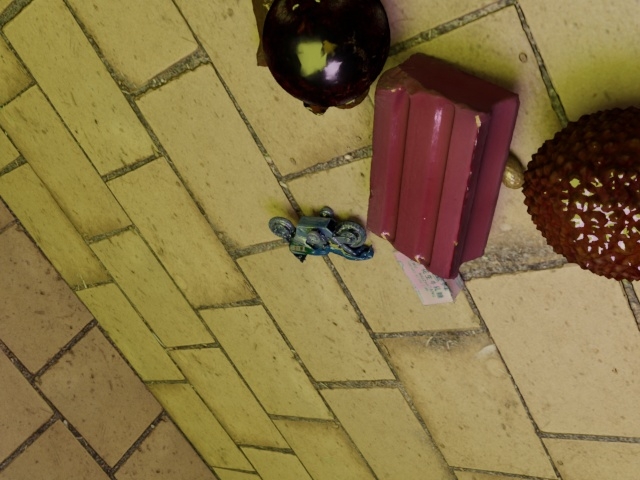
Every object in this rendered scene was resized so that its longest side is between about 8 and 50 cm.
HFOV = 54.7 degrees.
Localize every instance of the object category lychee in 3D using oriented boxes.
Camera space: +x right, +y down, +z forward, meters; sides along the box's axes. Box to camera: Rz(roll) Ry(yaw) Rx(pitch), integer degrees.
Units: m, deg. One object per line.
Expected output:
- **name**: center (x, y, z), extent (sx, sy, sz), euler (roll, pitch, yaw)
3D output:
- **lychee**: center (0.454, -0.068, 0.939), extent (0.275, 0.304, 0.276), euler (-5, 84, 51)

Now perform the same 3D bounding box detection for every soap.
- **soap**: center (0.205, -0.130, 1.133), extent (0.233, 0.128, 0.360), euler (36, 142, 34)

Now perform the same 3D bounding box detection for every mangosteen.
- **mangosteen**: center (0.018, -0.333, 1.095), extent (0.228, 0.228, 0.265), euler (16, 162, 26)

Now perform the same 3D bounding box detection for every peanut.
- **peanut**: center (0.329, -0.136, 1.132), extent (0.113, 0.054, 0.054), euler (37, 139, 9)

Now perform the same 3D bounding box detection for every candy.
- **candy**: center (0.239, 0.061, 1.350), extent (0.092, 0.073, 0.160), euler (-12, 117, 47)

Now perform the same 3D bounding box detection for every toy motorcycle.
- **toy motorcycle**: center (0.000, 0.000, 1.471), extent (0.254, 0.092, 0.136), euler (5, 136, 23)

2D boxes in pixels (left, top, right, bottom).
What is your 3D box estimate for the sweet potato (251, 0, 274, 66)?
- **sweet potato**: center (-0.095, -0.478, 1.133), extent (0.114, 0.092, 0.342), euler (29, 139, 39)
